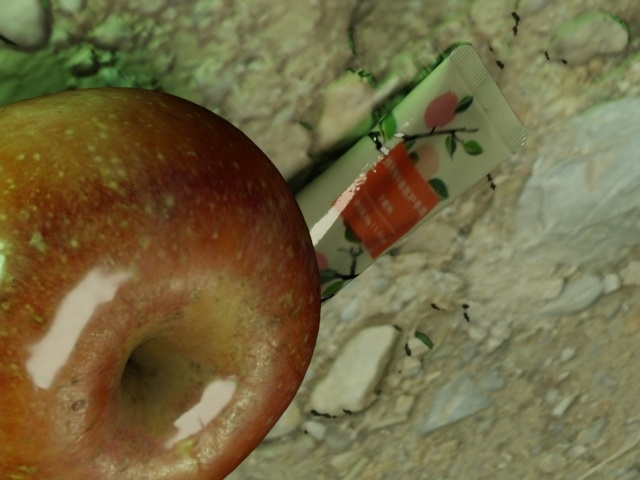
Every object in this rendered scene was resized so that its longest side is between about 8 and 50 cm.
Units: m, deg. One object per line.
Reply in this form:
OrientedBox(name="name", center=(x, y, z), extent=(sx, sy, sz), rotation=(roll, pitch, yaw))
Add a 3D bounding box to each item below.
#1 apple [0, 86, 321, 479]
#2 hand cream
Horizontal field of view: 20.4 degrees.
OrientedBox(name="apple", center=(-0.103, 0.026, 0.758), extent=(0.201, 0.162, 0.201), rotation=(-19, 128, -27))
OrientedBox(name="hand cream", center=(0.000, 0.000, 0.877), extent=(0.234, 0.050, 0.080), rotation=(-40, 133, -2))
